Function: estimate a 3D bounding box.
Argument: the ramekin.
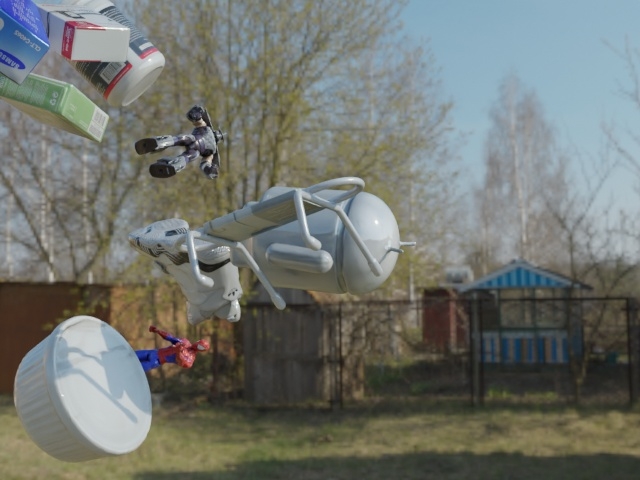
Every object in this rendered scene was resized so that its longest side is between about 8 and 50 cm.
[{"bbox_3d":[-0.450,0.288,1.565,0.127,0.273,0.273,-26,-12,19],"label":"ramekin"}]

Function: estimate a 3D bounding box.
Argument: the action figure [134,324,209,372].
[{"bbox_3d":[-0.396,0.254,1.898,0.280,0.091,0.139,-13,-38,-6],"label":"action figure"}]

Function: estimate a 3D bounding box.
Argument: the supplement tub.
[{"bbox_3d":[-0.557,-0.498,2.159,0.191,0.272,0.191,-44,5,5],"label":"supplement tub"}]

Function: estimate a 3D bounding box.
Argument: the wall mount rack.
[{"bbox_3d":[-0.057,0.016,1.409,0.350,0.130,0.304,-19,-16,21],"label":"wall mount rack"}]

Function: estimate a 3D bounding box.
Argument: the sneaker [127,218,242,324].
[{"bbox_3d":[-0.315,0.075,1.950,0.366,0.210,0.137,10,27,44],"label":"sneaker"}]

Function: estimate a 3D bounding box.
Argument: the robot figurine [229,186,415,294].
[{"bbox_3d":[0.000,0.000,1.621,0.353,0.199,0.300,5,21,16],"label":"robot figurine"}]

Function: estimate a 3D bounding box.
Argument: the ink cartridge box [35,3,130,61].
[{"bbox_3d":[-0.420,-0.361,1.448,0.109,0.063,0.150,-13,35,-45],"label":"ink cartridge box"}]

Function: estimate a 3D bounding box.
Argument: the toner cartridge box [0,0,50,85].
[{"bbox_3d":[-0.507,-0.351,1.252,0.165,0.075,0.348,36,7,-31],"label":"toner cartridge box"}]

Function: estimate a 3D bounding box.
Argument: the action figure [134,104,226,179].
[{"bbox_3d":[-0.314,-0.228,2.032,0.099,0.185,0.285,-16,10,34],"label":"action figure"}]

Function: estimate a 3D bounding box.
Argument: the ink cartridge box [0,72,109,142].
[{"bbox_3d":[-0.474,-0.232,1.321,0.235,0.056,0.171,17,-5,7],"label":"ink cartridge box"}]
